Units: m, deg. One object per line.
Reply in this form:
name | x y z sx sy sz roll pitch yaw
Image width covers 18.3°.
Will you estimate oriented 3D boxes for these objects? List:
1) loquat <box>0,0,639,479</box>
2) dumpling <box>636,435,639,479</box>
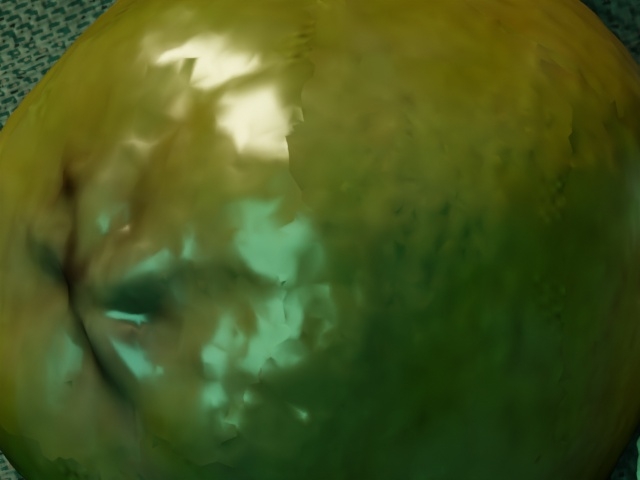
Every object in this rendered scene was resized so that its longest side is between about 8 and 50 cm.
loquat | 0.000 0.000 0.753 0.276 0.284 0.276 3 95 30
dumpling | 0.229 0.052 0.720 0.216 0.166 0.126 -42 116 5
